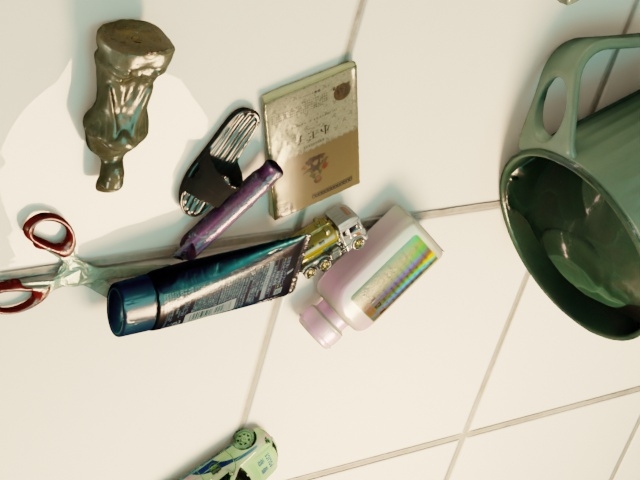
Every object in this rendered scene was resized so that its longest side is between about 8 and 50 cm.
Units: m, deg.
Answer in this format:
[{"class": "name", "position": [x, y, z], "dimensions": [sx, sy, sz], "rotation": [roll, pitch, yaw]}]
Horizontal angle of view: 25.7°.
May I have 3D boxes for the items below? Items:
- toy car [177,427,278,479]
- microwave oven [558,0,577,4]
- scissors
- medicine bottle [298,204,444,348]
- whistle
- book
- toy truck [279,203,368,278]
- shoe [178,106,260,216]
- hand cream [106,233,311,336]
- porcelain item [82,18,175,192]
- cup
[{"class": "toy car", "position": [-0.153, 0.370, 2.070], "dimensions": [0.224, 0.076, 0.090], "rotation": [-34, 138, -11]}, {"class": "microwave oven", "position": [0.349, -0.462, 1.674], "dimensions": [0.295, 0.181, 0.238], "rotation": [-30, 137, -16]}, {"class": "scissors", "position": [-0.285, 0.044, 1.721], "dimensions": [0.247, 0.017, 0.144], "rotation": [15, 115, -48]}, {"class": "medicine bottle", "position": [0.066, 0.057, 1.975], "dimensions": [0.219, 0.078, 0.115], "rotation": [-44, 143, 1]}, {"class": "whistle", "position": [-0.117, -0.036, 1.766], "dimensions": [0.176, 0.033, 0.033], "rotation": [-42, 141, 7]}, {"class": "book", "position": [-0.010, -0.127, 1.798], "dimensions": [0.138, 0.016, 0.199], "rotation": [-24, 137, -21]}, {"class": "toy truck", "position": [0.000, 0.000, 1.891], "dimensions": [0.123, 0.052, 0.063], "rotation": [-31, 133, -12]}, {"class": "shoe", "position": [-0.117, -0.088, 1.717], "dimensions": [0.062, 0.053, 0.159], "rotation": [16, 111, -50]}, {"class": "hand cream", "position": [-0.138, 0.060, 1.790], "dimensions": [0.270, 0.061, 0.120], "rotation": [-13, 141, -27]}, {"class": "porcelain item", "position": [-0.228, -0.139, 1.575], "dimensions": [0.081, 0.069, 0.216], "rotation": [-14, 137, -37]}, {"class": "cup", "position": [0.486, -0.103, 2.020], "dimensions": [0.392, 0.310, 0.401], "rotation": [-33, 142, -21]}]
